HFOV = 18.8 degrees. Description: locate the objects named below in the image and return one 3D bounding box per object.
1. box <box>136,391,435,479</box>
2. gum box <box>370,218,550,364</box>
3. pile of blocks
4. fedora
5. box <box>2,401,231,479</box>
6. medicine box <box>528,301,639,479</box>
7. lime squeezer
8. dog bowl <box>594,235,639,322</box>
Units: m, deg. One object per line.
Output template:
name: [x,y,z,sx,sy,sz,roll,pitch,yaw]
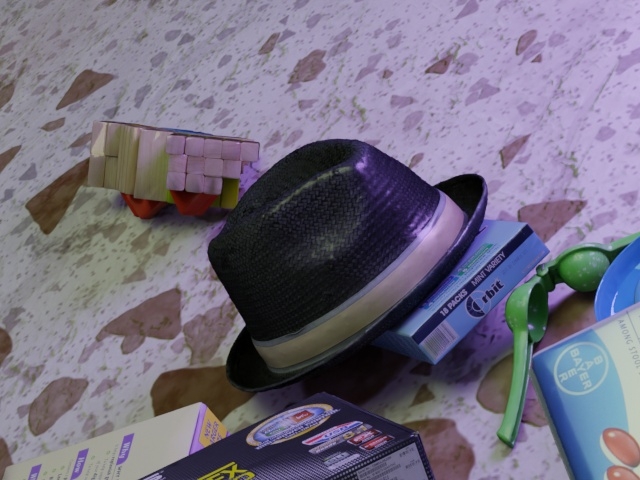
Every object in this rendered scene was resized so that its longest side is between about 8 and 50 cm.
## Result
box: [-0.066,0.221,1.603,0.270,0.060,0.216,-24,13,-17]
gum box: [0.121,0.045,1.868,0.157,0.041,0.184,-44,15,-11]
pile of blocks: [-0.173,-0.076,2.333,0.362,0.149,0.113,16,101,63]
fedora: [0.000,0.000,1.917,0.334,0.152,0.334,-38,15,12]
box: [-0.197,0.296,1.821,0.243,0.117,0.213,-21,34,25]
medicine box: [0.338,0.153,1.383,0.289,0.149,0.263,-28,52,14]
lime squeezer: [0.239,0.049,1.783,0.310,0.059,0.110,-44,32,-14]
dog bowl: [0.364,0.067,1.619,0.166,0.074,0.297,-46,33,-16]
